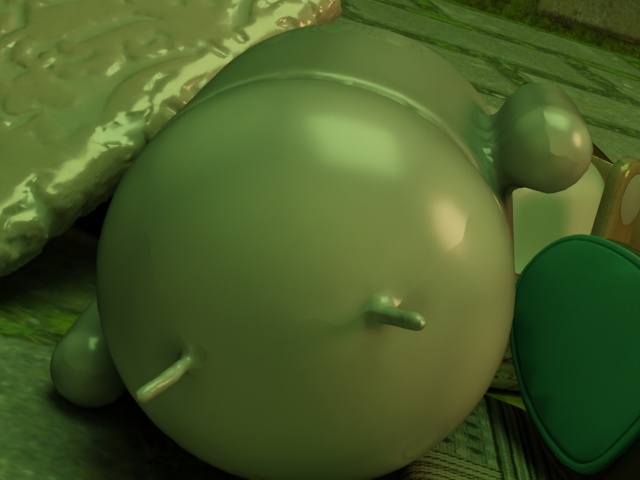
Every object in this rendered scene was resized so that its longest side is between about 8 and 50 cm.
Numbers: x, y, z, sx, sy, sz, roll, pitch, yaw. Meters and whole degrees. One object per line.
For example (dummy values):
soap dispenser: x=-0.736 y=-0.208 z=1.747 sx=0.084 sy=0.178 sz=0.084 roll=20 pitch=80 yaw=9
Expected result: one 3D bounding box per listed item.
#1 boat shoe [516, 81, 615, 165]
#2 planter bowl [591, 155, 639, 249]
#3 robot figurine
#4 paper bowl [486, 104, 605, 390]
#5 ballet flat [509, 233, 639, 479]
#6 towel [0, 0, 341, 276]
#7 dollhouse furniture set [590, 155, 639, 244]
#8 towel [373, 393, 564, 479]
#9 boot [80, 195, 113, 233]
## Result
boat shoe: x=0.254 y=-0.076 z=1.573 sx=0.104 sy=0.089 sz=0.285 roll=41 pitch=11 yaw=-24
planter bowl: x=0.230 y=-0.010 z=1.247 sx=0.162 sy=0.109 sz=0.162 roll=24 pitch=6 yaw=-3
robot figurine: x=0.000 y=0.000 z=0.773 sx=0.199 sy=0.300 sz=0.353 roll=59 pitch=14 yaw=-11
paper bowl: x=0.093 y=-0.018 z=1.082 sx=0.284 sy=0.148 sz=0.284 roll=19 pitch=17 yaw=-6
ballet flat: x=0.196 y=0.112 z=0.730 sx=0.124 sy=0.116 sz=0.342 roll=38 pitch=8 yaw=-25
towel: x=-0.207 y=-0.127 z=0.974 sx=0.317 sy=0.053 sz=0.332 roll=29 pitch=55 yaw=30
dollhouse furniture set: x=0.379 y=0.064 z=0.956 sx=0.356 sy=0.173 sz=0.303 roll=18 pitch=4 yaw=34
towel: x=0.169 y=0.184 z=0.724 sx=0.312 sy=0.056 sz=0.324 roll=22 pitch=14 yaw=-3
boot: x=-0.138 y=-0.091 z=1.123 sx=0.338 sy=0.118 sz=0.223 roll=32 pitch=15 yaw=24
